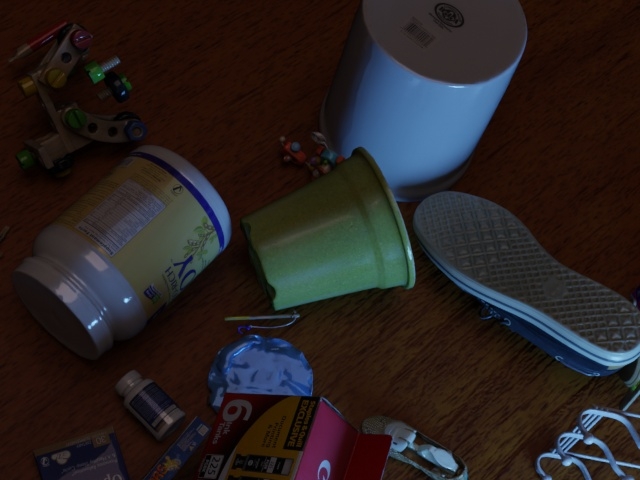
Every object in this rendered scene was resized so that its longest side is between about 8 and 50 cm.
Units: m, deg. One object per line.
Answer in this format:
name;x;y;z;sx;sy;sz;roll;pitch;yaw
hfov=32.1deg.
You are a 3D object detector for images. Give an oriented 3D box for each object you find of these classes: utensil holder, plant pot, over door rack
utensil holder;0.189;-0.308;2.112;0.328;0.385;0.327;5;61;-9
plant pot;0.000;0.000;2.003;0.254;0.276;0.276;-20;68;-8
over door rack;0.562;0.371;1.911;0.324;0.239;0.108;2;60;-10

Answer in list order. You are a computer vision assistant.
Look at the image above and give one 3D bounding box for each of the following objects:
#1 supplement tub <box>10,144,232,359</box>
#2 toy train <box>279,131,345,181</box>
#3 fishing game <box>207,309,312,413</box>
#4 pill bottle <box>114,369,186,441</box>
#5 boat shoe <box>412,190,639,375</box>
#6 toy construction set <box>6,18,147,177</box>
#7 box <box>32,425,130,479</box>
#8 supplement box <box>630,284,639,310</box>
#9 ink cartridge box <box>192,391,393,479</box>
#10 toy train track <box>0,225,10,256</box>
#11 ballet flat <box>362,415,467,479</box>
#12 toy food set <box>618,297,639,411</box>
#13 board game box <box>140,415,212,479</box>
supplement tub;-0.340;0.020;1.916;0.241;0.241;0.331;38;63;10
toy train;-0.021;-0.153;2.135;0.125;0.166;0.046;42;71;-16
fishing game;-0.107;0.256;1.955;0.189;0.041;0.264;-7;70;-6
pill bottle;-0.292;0.278;1.889;0.120;0.067;0.067;43;63;12
boat shoe;0.376;0.086;2.080;0.500;0.156;0.187;35;66;21
toy construction set;-0.500;-0.265;2.068;0.237;0.257;0.309;-35;53;-12
box;-0.372;0.428;1.814;0.136;0.036;0.225;-15;68;-19
supplement box;0.669;0.182;2.105;0.114;0.111;0.220;8;61;-6
ink cartridge box;-0.064;0.403;1.724;0.272;0.130;0.309;-4;54;36
toy train track;-0.585;0.008;2.005;0.048;0.014;0.083;21;55;8
ballet flat;0.170;0.359;1.938;0.206;0.067;0.073;28;61;4
toy food set;0.586;0.213;2.061;0.039;0.132;0.192;8;57;-6
board game box;-0.264;0.382;1.769;0.035;0.136;0.201;41;48;0
